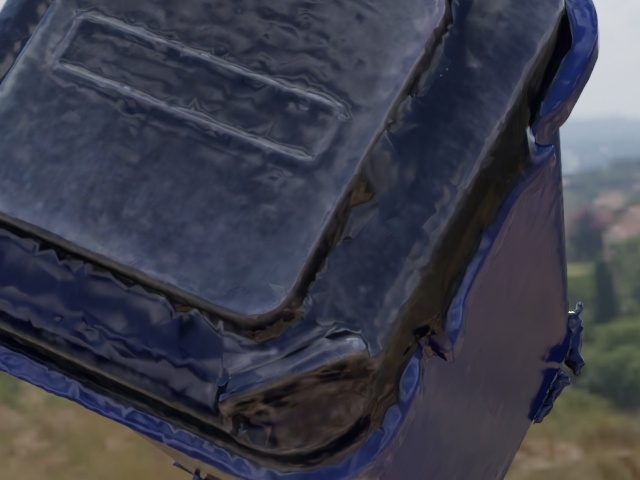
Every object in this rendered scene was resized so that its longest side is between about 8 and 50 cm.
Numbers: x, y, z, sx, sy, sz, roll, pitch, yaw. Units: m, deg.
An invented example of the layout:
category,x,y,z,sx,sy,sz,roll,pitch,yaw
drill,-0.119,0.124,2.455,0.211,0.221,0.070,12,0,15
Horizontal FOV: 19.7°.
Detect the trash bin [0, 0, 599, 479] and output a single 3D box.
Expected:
category,x,y,z,sx,sy,sz,roll,pitch,yaw
trash bin,0.000,0.000,0.557,0.163,0.184,0.234,22,-17,23
